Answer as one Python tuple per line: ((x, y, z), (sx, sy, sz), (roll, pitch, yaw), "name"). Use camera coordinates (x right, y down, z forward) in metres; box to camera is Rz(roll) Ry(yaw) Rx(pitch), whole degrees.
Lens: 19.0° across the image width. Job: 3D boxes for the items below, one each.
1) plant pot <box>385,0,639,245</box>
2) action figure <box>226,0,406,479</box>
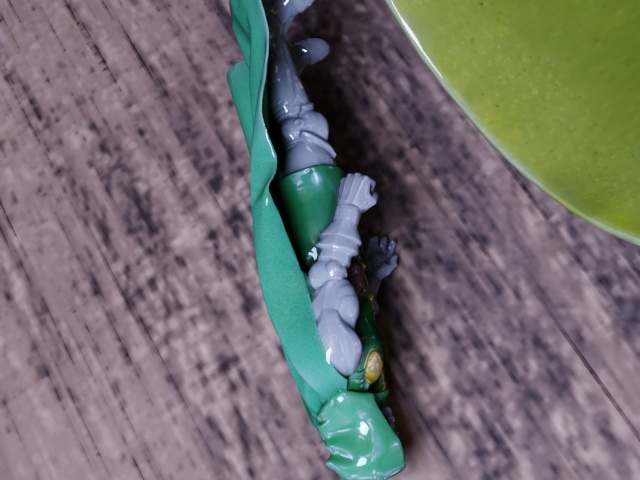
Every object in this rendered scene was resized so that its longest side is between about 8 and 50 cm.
((0.191, -0.190, 0.791), (0.293, 0.275, 0.275), (-34, 51, -17), "plant pot")
((0.000, 0.000, 0.844), (0.063, 0.137, 0.232), (-12, 64, 3), "action figure")
